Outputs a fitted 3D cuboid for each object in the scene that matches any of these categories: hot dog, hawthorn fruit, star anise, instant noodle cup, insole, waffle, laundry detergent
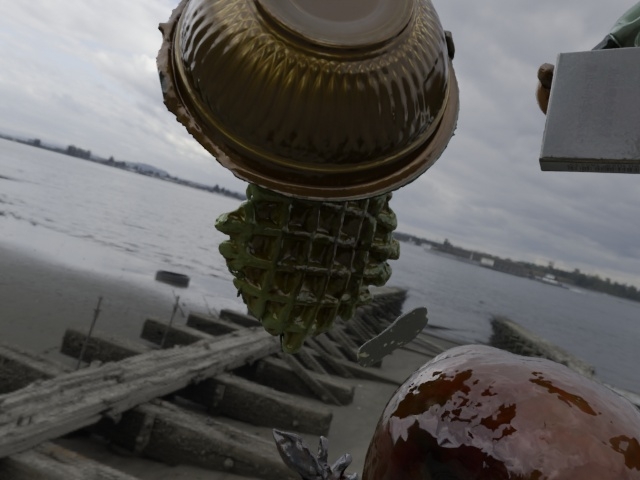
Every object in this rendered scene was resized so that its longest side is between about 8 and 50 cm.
[{"bbox_3d":[0.440,-0.269,0.912,0.140,0.090,0.060,49,-7,-14],"label":"hot dog"},{"bbox_3d":[0.164,0.223,0.422,0.267,0.268,0.301,15,-2,20],"label":"hawthorn fruit"},{"bbox_3d":[-0.005,0.516,1.006,0.198,0.258,0.110,6,-20,-14],"label":"star anise"},{"bbox_3d":[0.005,-0.171,0.407,0.274,0.274,0.091,14,-26,-5],"label":"instant noodle cup"},{"bbox_3d":[0.186,0.241,1.265,0.248,0.081,0.011,-26,22,-29],"label":"insole"},{"bbox_3d":[0.000,0.000,0.522,0.054,0.208,0.214,22,-35,49],"label":"waffle"},{"bbox_3d":[0.573,-0.389,0.856,0.070,0.225,0.099,52,24,-1],"label":"laundry detergent"}]

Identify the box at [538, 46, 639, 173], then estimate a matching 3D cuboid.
[{"bbox_3d":[0.471,-0.171,0.649,0.324,0.180,0.047,7,-16,31],"label":"box"}]
